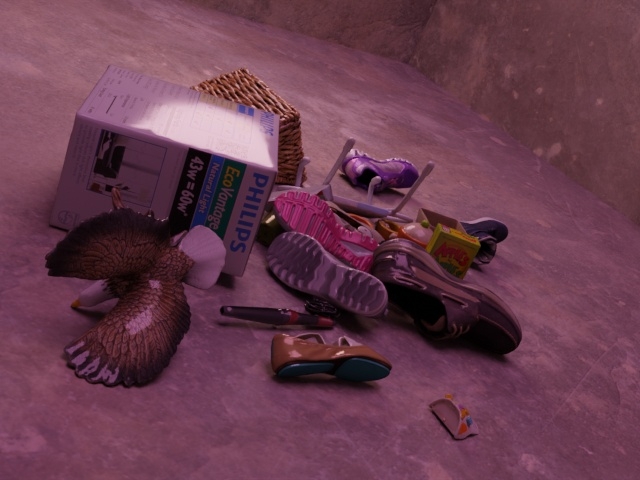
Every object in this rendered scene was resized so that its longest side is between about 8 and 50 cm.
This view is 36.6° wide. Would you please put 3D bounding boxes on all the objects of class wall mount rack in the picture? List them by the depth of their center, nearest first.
[{"bbox_3d":[0.091,-0.135,2.255,0.350,0.130,0.304,13,-6,-22],"label":"wall mount rack"}]

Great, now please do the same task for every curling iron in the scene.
[{"bbox_3d":[-0.071,0.131,1.718,0.274,0.035,0.068,3,26,-46],"label":"curling iron"}]

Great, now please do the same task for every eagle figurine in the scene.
[{"bbox_3d":[-0.285,0.063,1.455,0.226,0.225,0.298,33,9,-8],"label":"eagle figurine"}]

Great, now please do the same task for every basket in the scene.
[{"bbox_3d":[-0.195,-0.254,2.408,0.214,0.223,0.299,-26,46,-21],"label":"basket"}]

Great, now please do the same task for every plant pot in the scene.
[{"bbox_3d":[-0.095,-0.026,2.017,0.083,0.083,0.079,32,35,18],"label":"plant pot"},{"bbox_3d":[0.277,-0.002,2.321,0.109,0.096,0.109,19,22,-18],"label":"plant pot"}]

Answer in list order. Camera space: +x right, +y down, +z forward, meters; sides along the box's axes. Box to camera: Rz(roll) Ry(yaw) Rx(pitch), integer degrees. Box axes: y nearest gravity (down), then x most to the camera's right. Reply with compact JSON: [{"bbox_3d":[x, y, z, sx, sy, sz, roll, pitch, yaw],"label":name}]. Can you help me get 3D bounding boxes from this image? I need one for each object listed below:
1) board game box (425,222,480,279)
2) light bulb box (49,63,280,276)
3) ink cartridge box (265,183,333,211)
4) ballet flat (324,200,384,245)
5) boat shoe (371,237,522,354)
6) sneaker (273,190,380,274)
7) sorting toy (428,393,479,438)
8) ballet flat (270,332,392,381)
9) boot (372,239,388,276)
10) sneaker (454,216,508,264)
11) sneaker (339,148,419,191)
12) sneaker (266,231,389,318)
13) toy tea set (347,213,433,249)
[{"bbox_3d":[0.250,0.064,2.018,0.092,0.181,0.043,21,22,-10],"label":"board game box"},{"bbox_3d":[-0.280,-0.143,1.838,0.361,0.225,0.358,16,23,-9],"label":"light bulb box"},{"bbox_3d":[-0.056,-0.085,2.101,0.146,0.045,0.179,-8,11,11],"label":"ink cartridge box"},{"bbox_3d":[0.060,-0.023,2.043,0.168,0.057,0.052,32,9,0],"label":"ballet flat"},{"bbox_3d":[0.242,0.141,1.937,0.355,0.132,0.130,32,50,-9],"label":"boat shoe"},{"bbox_3d":[0.000,0.000,1.990,0.252,0.111,0.103,38,58,-8],"label":"sneaker"},{"bbox_3d":[0.239,0.304,1.655,0.075,0.045,0.083,32,12,-42],"label":"sorting toy"},{"bbox_3d":[0.020,0.188,1.607,0.232,0.080,0.073,9,52,-35],"label":"ballet flat"},{"bbox_3d":[0.150,0.048,2.059,0.121,0.099,0.045,5,30,-41],"label":"boot"},{"bbox_3d":[0.421,0.003,2.457,0.226,0.086,0.163,-1,21,-31],"label":"sneaker"},{"bbox_3d":[0.165,-0.172,2.621,0.237,0.095,0.104,9,32,-24],"label":"sneaker"},{"bbox_3d":[0.011,0.083,1.883,0.281,0.105,0.115,32,-12,28],"label":"sneaker"},{"bbox_3d":[0.117,-0.026,2.164,0.336,0.124,0.200,5,29,-41],"label":"toy tea set"}]
